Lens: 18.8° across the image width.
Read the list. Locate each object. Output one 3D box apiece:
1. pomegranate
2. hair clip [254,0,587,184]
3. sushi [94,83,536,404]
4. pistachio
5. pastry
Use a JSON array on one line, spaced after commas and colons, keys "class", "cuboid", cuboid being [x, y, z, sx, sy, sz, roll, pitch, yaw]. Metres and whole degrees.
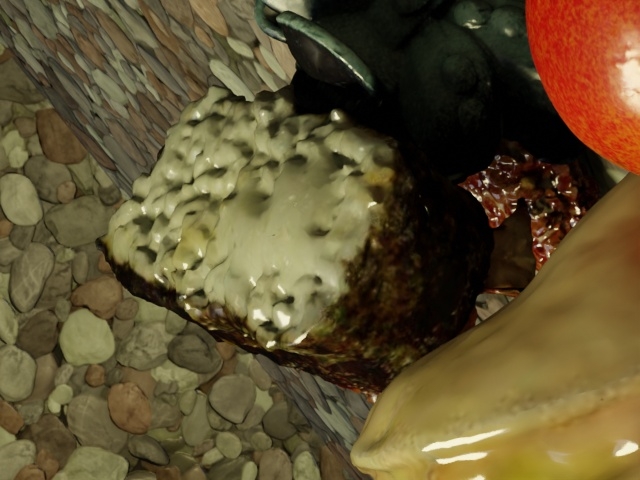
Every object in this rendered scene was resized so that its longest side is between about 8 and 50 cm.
[{"class": "pomegranate", "cuboid": [0.238, -0.124, 1.083, 0.256, 0.221, 0.221, 26, 171, -17]}, {"class": "hair clip", "cuboid": [0.070, -0.164, 1.444, 0.310, 0.206, 0.194, 45, 165, 14]}, {"class": "sushi", "cuboid": [0.000, 0.000, 1.397, 0.182, 0.196, 0.343, 22, 177, -40]}, {"class": "pistachio", "cuboid": [0.225, 0.089, 1.195, 0.281, 0.445, 0.365, 64, 159, 5]}, {"class": "pastry", "cuboid": [0.158, -0.070, 1.633, 0.208, 0.097, 0.115, 49, 171, 3]}]
